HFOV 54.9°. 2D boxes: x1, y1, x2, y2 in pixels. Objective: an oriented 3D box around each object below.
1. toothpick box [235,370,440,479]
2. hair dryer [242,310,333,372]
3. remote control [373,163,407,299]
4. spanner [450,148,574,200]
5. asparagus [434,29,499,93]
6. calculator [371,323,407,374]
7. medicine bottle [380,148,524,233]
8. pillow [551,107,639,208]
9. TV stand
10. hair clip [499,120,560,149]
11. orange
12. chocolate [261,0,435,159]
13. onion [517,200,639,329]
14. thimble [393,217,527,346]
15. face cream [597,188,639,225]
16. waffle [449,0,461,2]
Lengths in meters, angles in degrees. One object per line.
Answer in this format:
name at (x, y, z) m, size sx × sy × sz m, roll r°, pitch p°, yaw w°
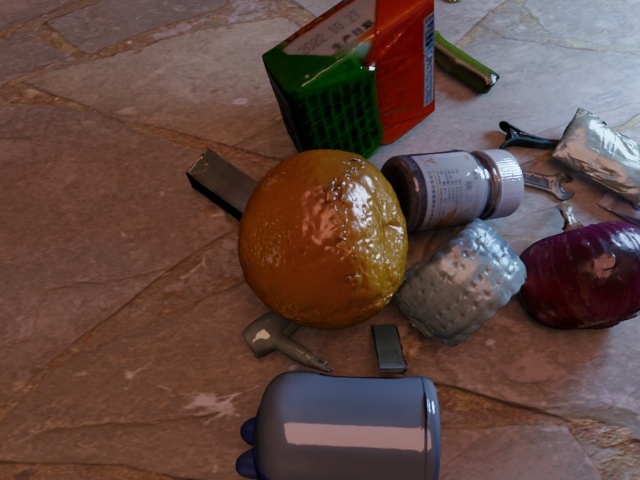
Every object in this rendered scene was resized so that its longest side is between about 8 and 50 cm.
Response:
toothpick box at (0.028, 0.369, 1.124) m, size 0.355 × 0.263 × 0.262 m, roll 3°, pitch 71°, yaw 3°
hair dryer at (-0.026, 0.189, 1.224) m, size 0.206 × 0.075 × 0.237 m, roll -35°, pitch 34°, yaw -15°
remote control at (0.135, -0.027, 1.336) m, size 0.110 × 0.055 × 0.312 m, roll 5°, pitch 68°, yaw -34°
spanner at (0.435, -0.150, 1.419) m, size 0.302 × 0.017 × 0.071 m, roll 12°, pitch 76°, yaw 4°
asparagus at (0.309, -0.450, 1.502) m, size 0.278 × 0.060 × 0.067 m, roll 40°, pitch 95°, yaw 13°
calculator at (0.137, 0.214, 1.234) m, size 0.057 × 0.172 × 0.018 m, roll 0°, pitch 113°, yaw -2°
medicine bottle at (0.272, -0.107, 1.293) m, size 0.274 × 0.165 × 0.165 m, roll -8°, pitch 70°, yaw -21°
pillow at (0.650, -0.190, 1.387) m, size 0.230 × 0.050 × 0.148 m, roll 33°, pitch 81°, yaw 13°
TV stand at (-0.164, -0.089, 1.363) m, size 0.270 × 0.088 × 0.082 m, roll 35°, pitch 76°, yaw 11°
hair clip at (0.532, -0.234, 1.442) m, size 0.230 × 0.039 × 0.070 m, roll 6°, pitch 72°, yaw -3°
orange at (0.000, 0.000, 1.159) m, size 0.294 × 0.341 × 0.340 m, roll -10°, pitch 68°, yaw 31°
chocolate at (0.070, -0.326, 1.307) m, size 0.341 × 0.360 × 0.161 m, roll -37°, pitch 63°, yaw -8°
onion at (0.535, 0.065, 1.237) m, size 0.256 × 0.230 × 0.272 m, roll -37°, pitch 82°, yaw -11°
thimble at (0.276, 0.087, 1.234) m, size 0.250 × 0.205 × 0.172 m, roll -40°, pitch 86°, yaw 6°
face cream at (0.859, -0.046, 1.348) m, size 0.420 × 0.137 × 0.235 m, roll 38°, pitch 77°, yaw 24°
waffle at (0.351, -0.649, 1.591) m, size 0.078 × 0.016 × 0.085 m, roll 27°, pitch 73°, yaw 13°
